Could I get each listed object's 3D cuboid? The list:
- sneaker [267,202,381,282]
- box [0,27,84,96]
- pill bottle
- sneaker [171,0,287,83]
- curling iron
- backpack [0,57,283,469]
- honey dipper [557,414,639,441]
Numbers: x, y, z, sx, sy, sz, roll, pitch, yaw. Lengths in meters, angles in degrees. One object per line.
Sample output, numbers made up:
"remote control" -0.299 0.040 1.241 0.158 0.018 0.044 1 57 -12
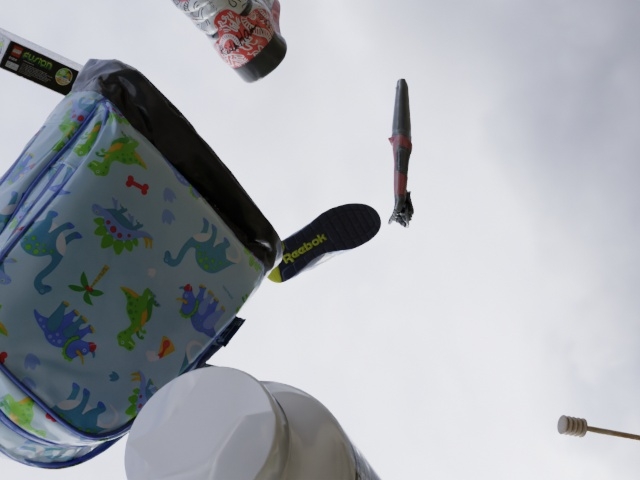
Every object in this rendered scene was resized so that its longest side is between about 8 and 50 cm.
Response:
"sneaker" 0.000 0.000 1.693 0.059 0.144 0.053 31 -146 -86
"box" -0.313 -0.200 1.817 0.207 0.114 0.036 23 -83 -39
"pill bottle" -0.032 0.234 1.223 0.323 0.181 0.182 56 -147 -49
"sneaker" -0.120 -0.300 1.818 0.145 0.090 0.270 49 -170 -28
"curling iron" 0.114 -0.131 2.189 0.035 0.068 0.274 5 -125 -6
"backpack" -0.219 0.046 1.416 0.355 0.273 0.290 -43 -68 -13
"honey dipper" 0.430 0.288 2.255 0.160 0.030 0.030 12 -121 -19
